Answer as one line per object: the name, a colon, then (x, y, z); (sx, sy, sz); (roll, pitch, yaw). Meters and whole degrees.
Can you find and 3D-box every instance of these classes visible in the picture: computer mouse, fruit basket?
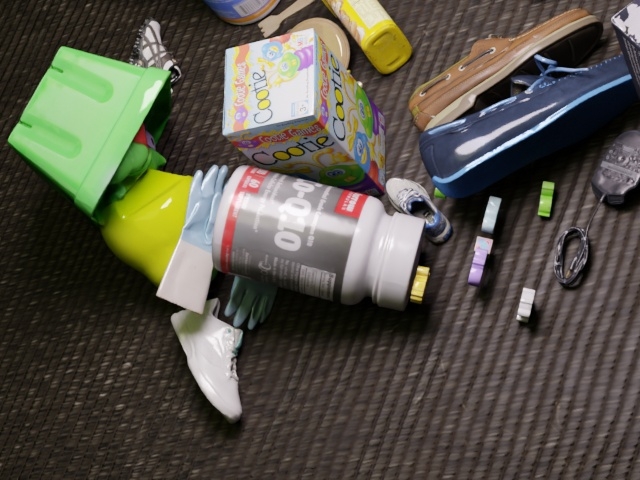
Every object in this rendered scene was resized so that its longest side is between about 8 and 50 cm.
computer mouse: (0.394, -0.043, 1.582); (0.071, 0.041, 0.242); (31, 92, 41)
fruit basket: (-0.284, -0.101, 1.792); (0.392, 0.392, 0.283); (24, 82, 31)

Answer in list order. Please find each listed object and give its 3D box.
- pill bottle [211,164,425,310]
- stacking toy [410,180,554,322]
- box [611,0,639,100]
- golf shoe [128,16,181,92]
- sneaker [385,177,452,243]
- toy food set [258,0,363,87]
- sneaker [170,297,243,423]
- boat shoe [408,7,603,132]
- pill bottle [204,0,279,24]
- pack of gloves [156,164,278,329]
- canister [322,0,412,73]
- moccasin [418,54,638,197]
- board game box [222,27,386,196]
pill bottle: (0.000, 0.000, 1.636); (0.283, 0.161, 0.161); (14, 75, 8)
stacking toy: (0.230, -0.001, 1.601); (0.166, 0.052, 0.221); (12, 73, 10)
box: (0.542, -0.142, 1.366); (0.179, 0.343, 0.312); (-38, 59, 7)
golf shoe: (-0.291, -0.313, 2.010); (0.093, 0.077, 0.198); (15, 48, -13)
sneaker: (0.142, -0.056, 1.692); (0.052, 0.058, 0.135); (-46, 57, 2)
toy food set: (-0.010, -0.298, 1.858); (0.132, 0.038, 0.192); (-29, 79, 22)
sneaker: (-0.152, 0.175, 1.735); (0.094, 0.080, 0.212); (-29, 58, -1)
boat shoe: (0.264, -0.260, 1.685); (0.307, 0.110, 0.104); (-33, 60, 10)
pill bottle: (-0.177, -0.490, 1.899); (0.152, 0.272, 0.152); (-10, 65, 22)
pack of gloves: (-0.143, 0.011, 1.744); (0.046, 0.195, 0.232); (-7, 63, 55)
canister: (0.067, -0.358, 1.814); (0.073, 0.126, 0.170); (-37, 60, 8)
moccasin: (0.294, -0.188, 1.587); (0.342, 0.138, 0.117); (-25, 64, -7)
board game box: (-0.017, -0.173, 1.689); (0.142, 0.275, 0.144); (-10, 66, 22)
